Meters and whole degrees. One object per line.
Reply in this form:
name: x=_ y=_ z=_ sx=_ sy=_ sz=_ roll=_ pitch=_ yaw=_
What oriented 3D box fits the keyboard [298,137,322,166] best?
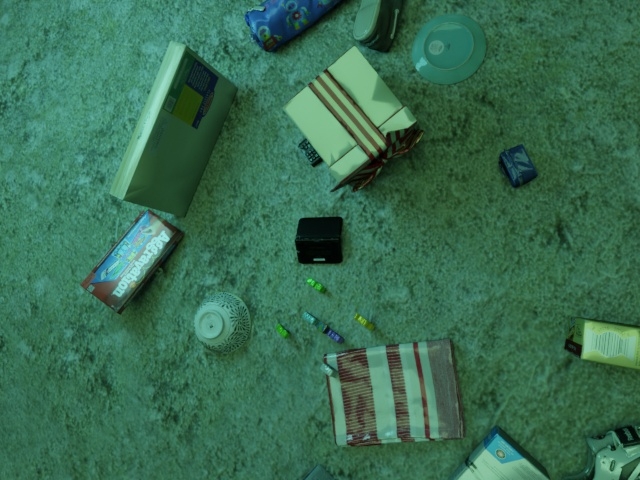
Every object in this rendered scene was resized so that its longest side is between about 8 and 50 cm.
keyboard: x=0.035 y=-0.271 z=1.433 sx=0.180 sy=0.023 sz=0.108 roll=-38 pitch=77 yaw=10

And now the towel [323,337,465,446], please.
towel: x=0.177 y=0.379 z=1.326 sx=0.328 sy=0.037 sz=0.237 roll=-10 pitch=82 yaw=15

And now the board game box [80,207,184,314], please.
board game box: x=-0.525 y=0.053 z=1.509 sx=0.145 sy=0.027 sz=0.281 roll=31 pitch=74 yaw=15

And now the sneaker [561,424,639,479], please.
sneaker: x=0.657 y=0.451 z=1.141 sx=0.146 sy=0.122 sz=0.331 roll=42 pitch=96 yaw=13

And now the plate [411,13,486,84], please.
plate: x=0.326 y=-0.492 z=1.372 sx=0.188 sy=0.024 sz=0.188 roll=-1 pitch=85 yaw=15

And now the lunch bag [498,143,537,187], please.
lunch bag: x=0.464 y=-0.178 z=1.282 sx=0.065 sy=0.067 sz=0.099 roll=-26 pitch=78 yaw=11

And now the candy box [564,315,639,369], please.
candy box: x=0.697 y=0.227 z=1.119 sx=0.316 sy=0.183 sz=0.088 roll=9 pitch=88 yaw=16

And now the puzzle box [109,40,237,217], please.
puzzle box: x=-0.375 y=-0.275 z=1.419 sx=0.052 sy=0.272 sz=0.409 roll=23 pitch=90 yaw=21

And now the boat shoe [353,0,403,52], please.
boat shoe: x=0.174 y=-0.656 z=1.407 sx=0.112 sy=0.095 sz=0.336 roll=11 pitch=83 yaw=52

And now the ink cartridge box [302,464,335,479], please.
ink cartridge box: x=-0.008 y=0.688 z=1.161 sx=0.270 sy=0.395 sz=0.151 roll=40 pitch=96 yaw=16

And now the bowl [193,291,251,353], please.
bowl: x=-0.279 y=0.224 z=1.444 sx=0.169 sy=0.080 sz=0.170 roll=-1 pitch=85 yaw=14

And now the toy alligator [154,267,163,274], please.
toy alligator: x=-0.537 y=0.095 z=1.546 sx=0.189 sy=0.056 sz=0.051 roll=-15 pitch=37 yaw=7

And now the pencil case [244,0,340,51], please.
pencil case: x=-0.067 y=-0.636 z=1.440 sx=0.306 sy=0.133 sz=0.119 roll=-32 pitch=53 yaw=10

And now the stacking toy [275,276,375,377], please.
stacking toy: x=0.007 y=0.221 z=1.375 sx=0.221 sy=0.052 sz=0.167 roll=35 pitch=87 yaw=27

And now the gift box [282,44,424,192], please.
gift box: x=0.074 y=-0.268 z=1.280 sx=0.255 sy=0.276 sz=0.258 roll=-39 pitch=91 yaw=14

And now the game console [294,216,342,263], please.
game console: x=0.000 y=0.000 z=1.423 sx=0.122 sy=0.071 sz=0.108 roll=-1 pitch=114 yaw=16

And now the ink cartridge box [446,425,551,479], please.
ink cartridge box: x=0.393 y=0.554 z=1.223 sx=0.148 sy=0.086 sz=0.203 roll=42 pitch=97 yaw=14
